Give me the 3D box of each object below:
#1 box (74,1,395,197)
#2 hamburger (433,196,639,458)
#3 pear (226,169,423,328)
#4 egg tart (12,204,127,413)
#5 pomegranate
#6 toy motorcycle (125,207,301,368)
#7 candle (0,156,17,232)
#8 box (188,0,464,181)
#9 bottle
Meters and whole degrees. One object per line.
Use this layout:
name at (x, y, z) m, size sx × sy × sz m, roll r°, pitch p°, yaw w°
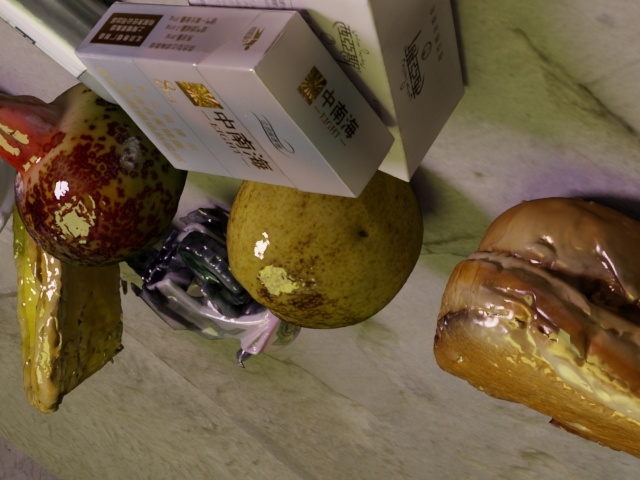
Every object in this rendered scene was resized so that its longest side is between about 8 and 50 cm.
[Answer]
box at (-0.073, -0.117, 1.296) m, size 0.243 × 0.067 × 0.155 m, roll 11°, pitch 151°, yaw 48°
hamburger at (0.257, 0.094, 1.455) m, size 0.304 × 0.174 × 0.284 m, roll 33°, pitch 160°, yaw -3°
pear at (0.000, 0.000, 1.582) m, size 0.197 × 0.197 × 0.197 m, roll 27°, pitch 158°, yaw 12°
egg tart at (-0.321, 0.050, 2.040) m, size 0.132 × 0.345 × 0.345 m, roll -3°, pitch 162°, yaw -12°
pomegranate at (-0.260, -0.087, 1.693) m, size 0.248 × 0.214 × 0.214 m, roll 31°, pitch 162°, yaw -31°
toy motorcycle at (-0.131, 0.062, 1.947) m, size 0.188 × 0.143 × 0.327 m, roll 38°, pitch 164°, yaw -16°
candle at (-0.486, -0.070, 1.967) m, size 0.221 × 0.221 × 0.342 m, roll 36°, pitch 168°, yaw -10°
box at (0.000, -0.184, 1.289) m, size 0.194 × 0.111 × 0.260 m, roll 25°, pitch 156°, yaw 22°
bottle at (-0.265, -0.230, 1.591) m, size 0.253 × 0.079 × 0.096 m, roll 38°, pitch -165°, yaw -14°
